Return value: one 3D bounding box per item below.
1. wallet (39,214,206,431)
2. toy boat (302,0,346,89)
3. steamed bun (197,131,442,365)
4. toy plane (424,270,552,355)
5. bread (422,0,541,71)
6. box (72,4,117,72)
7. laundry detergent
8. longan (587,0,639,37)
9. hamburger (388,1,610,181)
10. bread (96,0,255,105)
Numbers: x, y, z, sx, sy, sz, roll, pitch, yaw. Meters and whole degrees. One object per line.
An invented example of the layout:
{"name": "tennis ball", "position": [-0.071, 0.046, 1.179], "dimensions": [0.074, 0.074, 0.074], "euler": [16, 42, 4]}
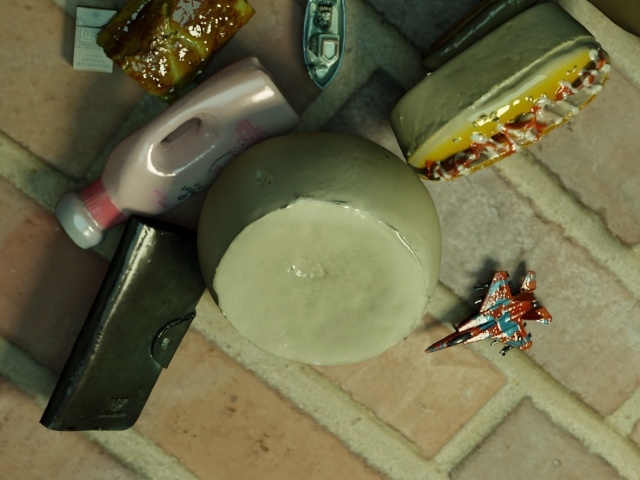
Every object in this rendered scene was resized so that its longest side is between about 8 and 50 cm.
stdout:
{"name": "wallet", "position": [-0.250, 0.122, 1.806], "dimensions": [0.172, 0.045, 0.318], "euler": [14, 107, -50]}
{"name": "toy boat", "position": [0.006, -0.267, 1.762], "dimensions": [0.059, 0.066, 0.140], "euler": [0, 107, -13]}
{"name": "steamed bun", "position": [0.000, 0.000, 1.749], "dimensions": [0.324, 0.206, 0.324], "euler": [1, 128, 1]}
{"name": "toy plane", "position": [0.234, 0.117, 1.915], "dimensions": [0.189, 0.061, 0.130], "euler": [-22, 109, 2]}
{"name": "bread", "position": [0.228, -0.293, 1.785], "dimensions": [0.214, 0.073, 0.053], "euler": [-38, 100, 2]}
{"name": "box", "position": [-0.293, -0.261, 1.738], "dimensions": [0.053, 0.024, 0.083], "euler": [3, 107, -10]}
{"name": "laundry detergent", "position": [-0.192, -0.107, 1.749], "dimensions": [0.335, 0.088, 0.159], "euler": [-33, 145, 5]}
{"name": "longan", "position": [0.457, -0.428, 1.612], "dimensions": [0.404, 0.436, 0.404], "euler": [-17, 138, -16]}
{"name": "hamburger", "position": [0.233, -0.182, 1.746], "dimensions": [0.295, 0.227, 0.151], "euler": [-36, 87, 3]}
{"name": "bread", "position": [-0.183, -0.271, 1.709], "dimensions": [0.172, 0.103, 0.132], "euler": [-49, 131, 4]}
